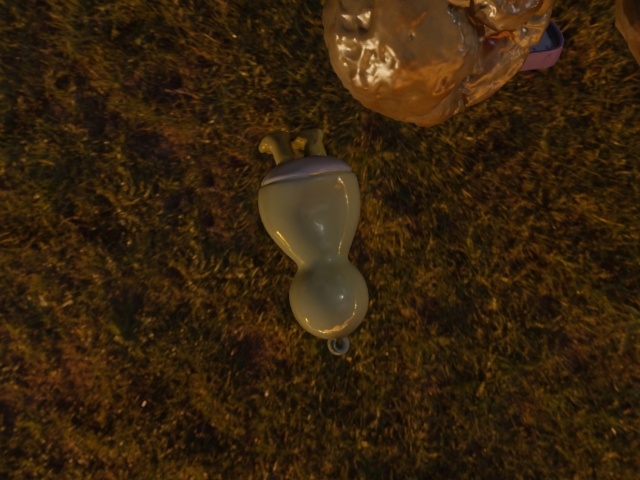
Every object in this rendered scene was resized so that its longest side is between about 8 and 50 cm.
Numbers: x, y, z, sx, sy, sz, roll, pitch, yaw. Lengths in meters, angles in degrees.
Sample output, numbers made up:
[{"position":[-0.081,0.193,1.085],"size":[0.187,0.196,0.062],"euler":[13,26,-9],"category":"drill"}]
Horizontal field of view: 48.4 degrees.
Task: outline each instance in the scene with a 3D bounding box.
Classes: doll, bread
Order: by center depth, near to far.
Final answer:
[{"position":[0.118,-0.204,0.665],"size":[0.244,0.244,0.134],"euler":[-44,72,11],"category":"bread"},{"position":[-0.007,0.002,0.922],"size":[0.141,0.117,0.296],"euler":[-8,91,-36],"category":"doll"}]

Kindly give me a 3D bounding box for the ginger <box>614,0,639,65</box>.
[{"position":[0.522,-0.221,0.965],"size":[0.363,0.122,0.348],"euler":[33,128,21],"category":"ginger"}]

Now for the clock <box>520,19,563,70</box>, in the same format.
[{"position":[0.361,-0.368,1.301],"size":[0.153,0.050,0.110],"euler":[-9,68,-8],"category":"clock"}]
